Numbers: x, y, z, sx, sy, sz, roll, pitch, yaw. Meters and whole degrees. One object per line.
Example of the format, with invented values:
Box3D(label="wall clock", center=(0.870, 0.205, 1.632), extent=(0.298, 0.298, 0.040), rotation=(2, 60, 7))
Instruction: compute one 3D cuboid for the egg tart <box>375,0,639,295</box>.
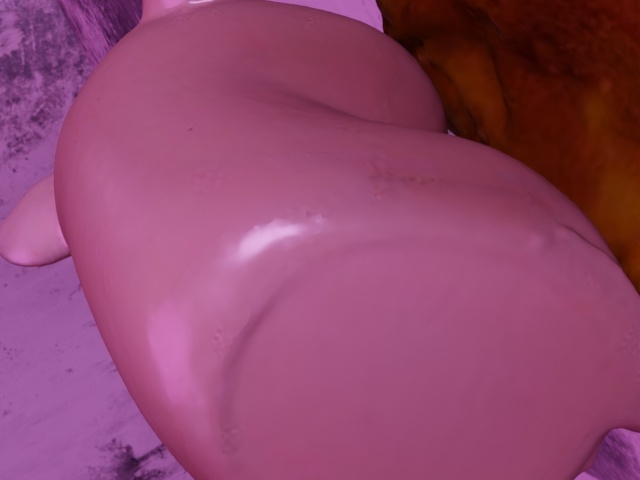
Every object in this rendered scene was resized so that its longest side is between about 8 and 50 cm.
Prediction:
Box3D(label="egg tart", center=(0.119, -0.157, 0.520), extent=(0.443, 0.178, 0.443), rotation=(55, 169, 16))

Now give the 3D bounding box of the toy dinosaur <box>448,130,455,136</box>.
Box3D(label="toy dinosaur", center=(0.125, -0.066, 0.941), extent=(0.129, 0.076, 0.383), rotation=(64, 156, 3))

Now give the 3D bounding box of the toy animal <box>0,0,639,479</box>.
Box3D(label="toy animal", center=(0.000, -0.001, 0.596), extent=(0.213, 0.195, 0.256), rotation=(18, -161, -29))
